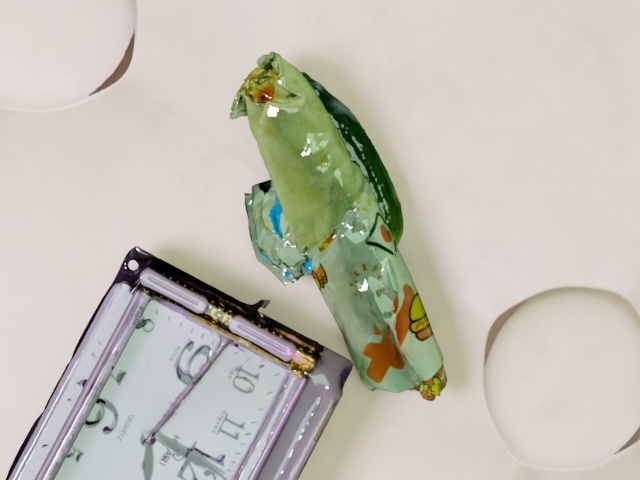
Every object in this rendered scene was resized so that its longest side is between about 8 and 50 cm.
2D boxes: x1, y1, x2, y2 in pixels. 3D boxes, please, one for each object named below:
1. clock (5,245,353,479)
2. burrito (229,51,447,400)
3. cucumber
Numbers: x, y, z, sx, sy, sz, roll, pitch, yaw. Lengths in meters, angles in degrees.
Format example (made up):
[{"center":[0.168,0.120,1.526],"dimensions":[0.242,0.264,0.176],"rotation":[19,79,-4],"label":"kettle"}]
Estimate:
[{"center":[-0.111,0.148,1.061],"dimensions":[0.186,0.083,0.253],"rotation":[29,86,-8],"label":"clock"},{"center":[0.000,0.000,1.085],"dimensions":[0.104,0.054,0.288],"rotation":[-20,103,20],"label":"burrito"},{"center":[0.026,-0.064,1.106],"dimensions":[0.037,0.037,0.155],"rotation":[-30,97,-8],"label":"cucumber"}]
